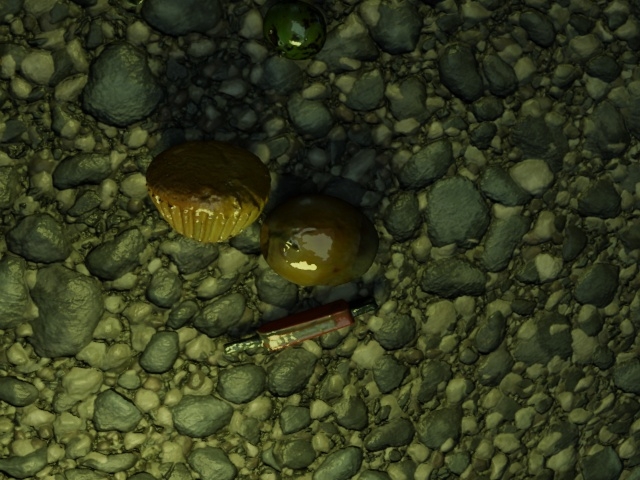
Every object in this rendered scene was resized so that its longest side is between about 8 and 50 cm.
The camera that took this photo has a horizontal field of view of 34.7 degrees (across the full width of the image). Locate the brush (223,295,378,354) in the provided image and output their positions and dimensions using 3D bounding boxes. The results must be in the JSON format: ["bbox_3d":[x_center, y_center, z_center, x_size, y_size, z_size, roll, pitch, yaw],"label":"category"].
[{"bbox_3d":[-0.039,0.176,2.060,0.323,0.070,0.051,-16,107,-3],"label":"brush"}]

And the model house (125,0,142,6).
[{"bbox_3d":[-0.342,-0.531,1.669,0.198,0.224,0.215,-38,80,21],"label":"model house"}]

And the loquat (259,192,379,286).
[{"bbox_3d":[0.000,0.000,1.959,0.227,0.179,0.179,3,106,-14],"label":"loquat"}]

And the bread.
[{"bbox_3d":[-0.206,-0.091,1.863,0.239,0.240,0.139,6,119,-13],"label":"bread"}]

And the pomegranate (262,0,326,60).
[{"bbox_3d":[-0.042,-0.402,1.869,0.122,0.122,0.162,17,75,-15],"label":"pomegranate"}]
